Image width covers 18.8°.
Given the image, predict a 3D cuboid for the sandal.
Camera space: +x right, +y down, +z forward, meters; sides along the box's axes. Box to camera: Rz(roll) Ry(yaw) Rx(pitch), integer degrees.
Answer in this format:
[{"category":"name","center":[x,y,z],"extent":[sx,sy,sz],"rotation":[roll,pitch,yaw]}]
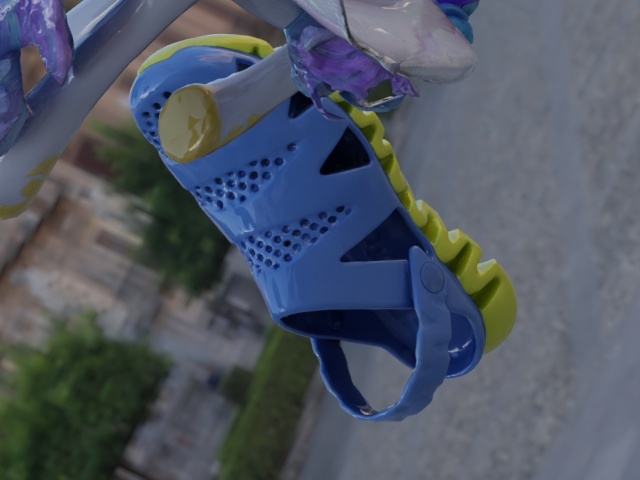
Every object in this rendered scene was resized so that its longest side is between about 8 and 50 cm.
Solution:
[{"category":"sandal","center":[0.000,0.000,1.233],"extent":[0.126,0.317,0.138],"rotation":[-29,26,43]}]

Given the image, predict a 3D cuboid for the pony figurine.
[{"category":"pony figurine","center":[-0.046,-0.149,0.826],"extent":[0.363,0.303,0.351],"rotation":[-32,-14,27]}]
